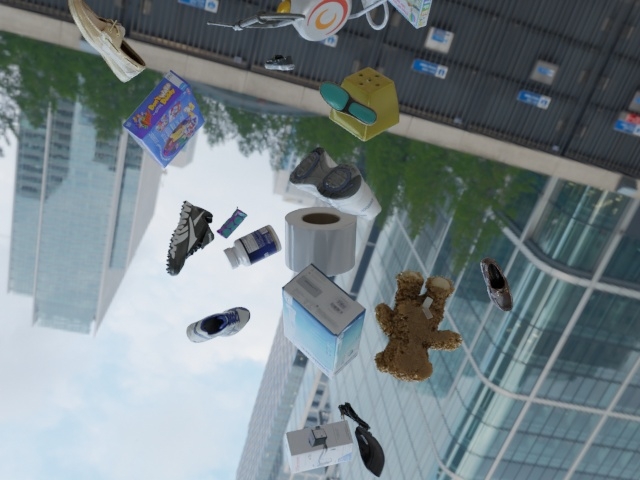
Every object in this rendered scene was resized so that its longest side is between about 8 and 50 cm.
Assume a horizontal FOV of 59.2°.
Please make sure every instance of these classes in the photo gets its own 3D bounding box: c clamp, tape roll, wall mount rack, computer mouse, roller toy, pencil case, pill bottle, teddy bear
[{"bbox_3d":[-0.108,-0.392,1.013,0.137,0.022,0.161,-10,-165,-33],"label":"c clamp"},{"bbox_3d":[0.000,0.000,1.911,0.246,0.169,0.246,0,-160,0],"label":"tape roll"},{"bbox_3d":[0.146,-0.880,1.853,0.131,0.350,0.304,-23,-168,-28],"label":"wall mount rack"},{"bbox_3d":[0.140,0.639,1.855,0.184,0.060,0.262,48,-171,-21],"label":"computer mouse"},{"bbox_3d":[-0.016,-0.734,1.745,0.191,0.209,0.146,2,-130,-54],"label":"roller toy"},{"bbox_3d":[-0.400,-0.078,2.542,0.064,0.151,0.070,39,176,23],"label":"pencil case"},{"bbox_3d":[-0.215,0.025,1.767,0.169,0.094,0.094,-26,-142,-13],"label":"pill bottle"},{"bbox_3d":[0.264,0.234,1.564,0.245,0.113,0.337,1,-118,-3],"label":"teddy bear"}]

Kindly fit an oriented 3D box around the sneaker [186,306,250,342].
[{"bbox_3d":[-0.388,0.338,2.277,0.296,0.131,0.111,-19,-98,-42],"label":"sneaker"}]

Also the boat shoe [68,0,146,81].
[{"bbox_3d":[-0.362,-0.351,0.971,0.059,0.170,0.063,-23,-121,6],"label":"boat shoe"}]

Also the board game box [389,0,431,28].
[{"bbox_3d":[0.177,-0.533,1.177,0.026,0.103,0.154,-24,-118,-18],"label":"board game box"}]

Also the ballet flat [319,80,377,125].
[{"bbox_3d":[0.096,-0.475,1.972,0.232,0.080,0.073,34,-166,-3],"label":"ballet flat"}]

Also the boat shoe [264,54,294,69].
[{"bbox_3d":[-0.124,-0.540,1.699,0.049,0.040,0.142,-23,-151,-30],"label":"boat shoe"}]

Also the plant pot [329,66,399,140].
[{"bbox_3d":[0.184,-0.557,2.239,0.212,0.187,0.212,-32,-123,-29],"label":"plant pot"}]

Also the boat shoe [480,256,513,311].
[{"bbox_3d":[0.613,0.158,1.949,0.073,0.207,0.073,-28,-172,3],"label":"boat shoe"}]

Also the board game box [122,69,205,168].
[{"bbox_3d":[-0.517,-0.397,1.904,0.078,0.233,0.347,38,171,2],"label":"board game box"}]

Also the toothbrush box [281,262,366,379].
[{"bbox_3d":[0.004,0.242,1.642,0.216,0.295,0.126,39,-119,25],"label":"toothbrush box"}]

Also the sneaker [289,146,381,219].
[{"bbox_3d":[0.026,-0.117,1.253,0.129,0.111,0.297,43,-179,-34],"label":"sneaker"}]

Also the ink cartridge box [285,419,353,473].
[{"bbox_3d":[-0.004,0.627,1.712,0.191,0.139,0.082,-10,-132,-11],"label":"ink cartridge box"}]

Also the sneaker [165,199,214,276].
[{"bbox_3d":[-0.330,-0.003,1.454,0.106,0.078,0.234,14,-131,-10],"label":"sneaker"}]
